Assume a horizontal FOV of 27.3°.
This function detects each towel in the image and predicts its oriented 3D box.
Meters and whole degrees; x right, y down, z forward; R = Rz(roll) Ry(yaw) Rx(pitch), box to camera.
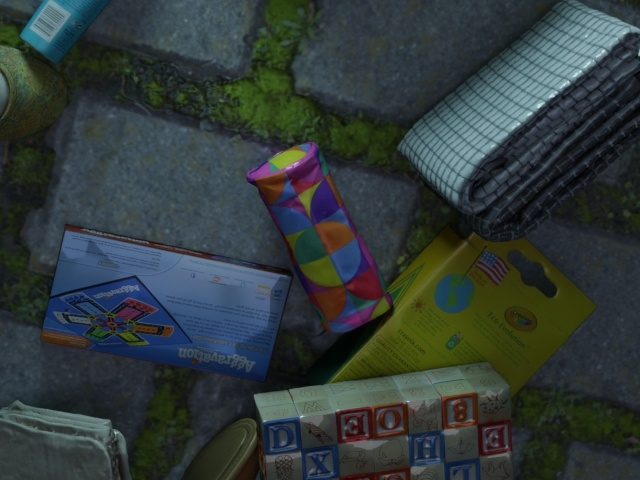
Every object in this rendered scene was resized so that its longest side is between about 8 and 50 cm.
[{"bbox_3d":[0.247,-0.137,1.514,0.284,0.235,0.121,-41,111,3],"label":"towel"},{"bbox_3d":[-0.308,0.336,1.593,0.187,0.049,0.282,7,108,26],"label":"towel"}]

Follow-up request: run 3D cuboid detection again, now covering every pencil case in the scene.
[{"bbox_3d":[0.000,0.000,1.575,0.104,0.104,0.236,-25,108,-3],"label":"pencil case"}]

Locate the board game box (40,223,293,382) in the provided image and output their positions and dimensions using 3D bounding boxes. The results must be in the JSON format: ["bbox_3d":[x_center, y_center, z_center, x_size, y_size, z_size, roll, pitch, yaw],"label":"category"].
[{"bbox_3d":[-0.186,0.079,1.600,0.281,0.027,0.145,12,101,-13],"label":"board game box"}]

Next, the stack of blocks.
[{"bbox_3d":[0.076,0.258,1.578,0.297,0.087,0.171,-6,106,-9],"label":"stack of blocks"}]

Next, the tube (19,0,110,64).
[{"bbox_3d":[-0.256,-0.295,1.479,0.080,0.052,0.207,37,90,-22],"label":"tube"}]

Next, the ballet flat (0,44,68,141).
[{"bbox_3d":[-0.453,-0.171,1.439,0.349,0.123,0.123,10,103,-13],"label":"ballet flat"}]

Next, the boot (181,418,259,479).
[{"bbox_3d":[-0.083,0.383,1.664,0.220,0.109,0.283,28,86,-24],"label":"boot"}]

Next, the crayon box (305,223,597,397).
[{"bbox_3d":[0.164,0.128,1.648,0.202,0.081,0.318,43,95,-18],"label":"crayon box"}]
